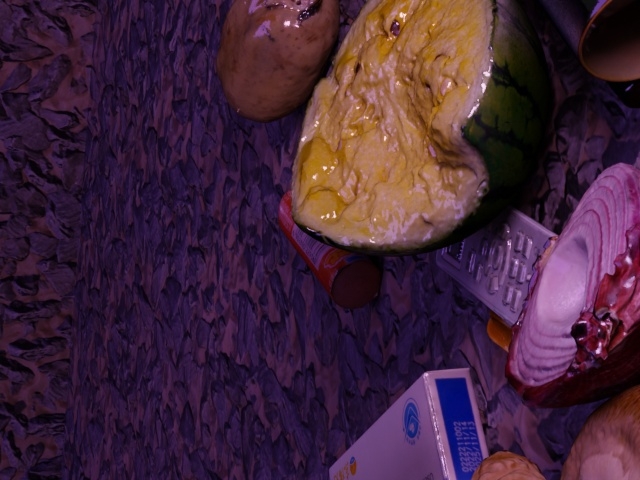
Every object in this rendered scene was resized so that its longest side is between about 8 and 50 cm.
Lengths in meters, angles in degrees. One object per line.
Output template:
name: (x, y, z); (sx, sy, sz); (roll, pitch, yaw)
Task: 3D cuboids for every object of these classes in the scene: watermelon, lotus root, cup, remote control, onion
watermelon: (0.125, -0.121, 1.867); (0.331, 0.189, 0.331); (-36, 36, 31)
lotus root: (-0.064, -0.262, 2.419); (0.284, 0.146, 0.160); (118, 162, -56)
cup: (0.277, -0.239, 1.602); (0.166, 0.239, 0.177); (-34, 55, 15)
remote control: (0.203, 0.017, 1.881); (0.313, 0.055, 0.109); (-137, 55, -67)
onion: (0.260, 0.064, 1.561); (0.283, 0.120, 0.227); (-80, 15, -72)

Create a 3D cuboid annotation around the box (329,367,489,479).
box: (0.107, 0.305, 2.116); (0.343, 0.065, 0.200); (126, 138, -57)

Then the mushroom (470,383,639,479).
mushroom: (0.289, 0.285, 1.483); (0.345, 0.239, 0.345); (60, 164, 30)

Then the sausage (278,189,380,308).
sausage: (0.000, 0.000, 2.366); (0.274, 0.074, 0.074); (-130, 43, -57)

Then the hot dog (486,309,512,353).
hot dog: (0.220, 0.099, 1.861); (0.133, 0.041, 0.056); (37, 127, 54)
